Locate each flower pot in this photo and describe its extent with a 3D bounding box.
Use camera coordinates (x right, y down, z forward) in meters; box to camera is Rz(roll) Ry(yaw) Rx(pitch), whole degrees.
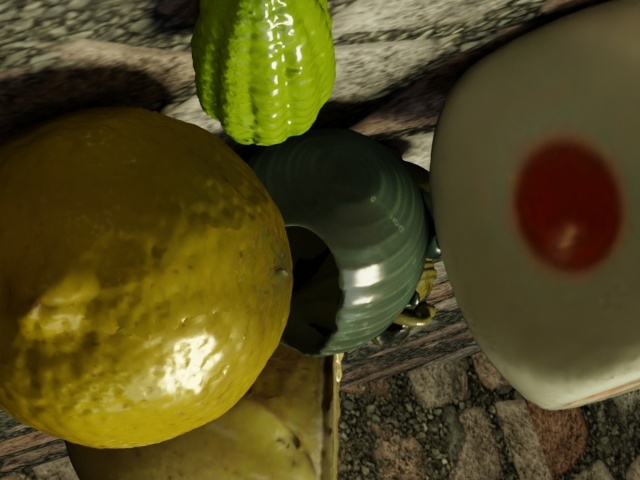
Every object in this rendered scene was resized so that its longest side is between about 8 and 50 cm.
[{"bbox_3d":[0.000,0.000,1.586,0.157,0.189,0.243,-54,175,-27],"label":"flower pot"}]

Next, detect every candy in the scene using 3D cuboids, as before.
[{"bbox_3d":[-0.036,-0.130,1.126,0.097,0.096,0.209,-18,164,-6],"label":"candy"}]

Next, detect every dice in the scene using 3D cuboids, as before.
[{"bbox_3d":[0.284,-0.034,1.590,0.277,0.304,0.304,-25,168,32],"label":"dice"}]

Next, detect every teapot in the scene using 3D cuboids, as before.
[{"bbox_3d":[0.044,0.016,1.784,0.173,0.182,0.269,-13,170,-32],"label":"teapot"}]

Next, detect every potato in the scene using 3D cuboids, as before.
[{"bbox_3d":[-0.127,0.218,2.046,0.320,0.385,0.442,2,179,4],"label":"potato"}]

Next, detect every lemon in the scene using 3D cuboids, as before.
[{"bbox_3d":[-0.144,0.024,1.310,0.254,0.253,0.310,-22,172,17],"label":"lemon"}]
